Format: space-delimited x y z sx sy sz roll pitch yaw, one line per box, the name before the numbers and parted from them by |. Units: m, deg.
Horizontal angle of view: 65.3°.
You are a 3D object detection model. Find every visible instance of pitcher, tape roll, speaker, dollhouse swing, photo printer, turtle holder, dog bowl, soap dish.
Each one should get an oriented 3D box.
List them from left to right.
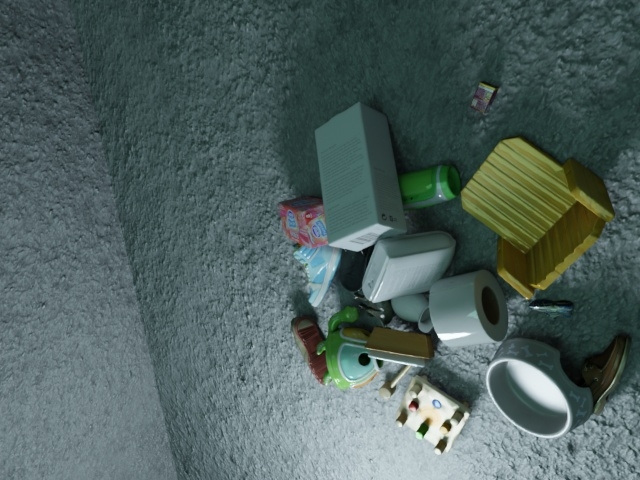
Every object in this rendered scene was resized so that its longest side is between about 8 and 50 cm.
turtle holder | 0.138 0.456 2.102 0.228 0.243 0.320 -13 60 25
soap dish | 0.307 0.394 1.877 0.229 0.291 0.118 6 81 18
photo printer | 0.318 0.088 1.748 0.256 0.308 0.107 104 148 -43
speaker | 0.328 -0.178 1.743 0.297 0.131 0.131 -9 102 39
pitcher | 0.376 0.237 1.869 0.207 0.178 0.125 30 149 61
tape roll | 0.505 0.233 1.699 0.169 0.246 0.246 -20 96 41
dollhouse swing | 0.599 -0.088 1.485 0.305 0.315 0.346 31 127 -1
dog bowl | 0.716 0.505 1.683 0.349 0.102 0.348 32 135 38

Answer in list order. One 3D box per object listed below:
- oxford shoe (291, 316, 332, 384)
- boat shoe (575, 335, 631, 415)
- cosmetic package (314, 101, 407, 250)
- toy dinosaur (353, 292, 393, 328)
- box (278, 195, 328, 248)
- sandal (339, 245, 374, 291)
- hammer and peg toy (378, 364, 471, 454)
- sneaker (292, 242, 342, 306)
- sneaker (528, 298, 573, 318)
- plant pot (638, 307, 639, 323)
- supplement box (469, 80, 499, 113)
oxford shoe | -0.037 0.505 2.324 0.130 0.123 0.348 -1 110 65
boat shoe | 0.879 0.421 1.580 0.105 0.111 0.307 23 120 27
cosmetic package | 0.131 -0.215 1.731 0.230 0.162 0.452 -23 66 41
toy dinosaur | 0.232 0.255 1.996 0.160 0.121 0.313 5 107 50
box | -0.046 -0.080 1.970 0.300 0.142 0.154 -155 53 -64
sandal | 0.131 -0.017 1.919 0.168 0.107 0.445 8 99 44
hammer and peg toy | 0.404 0.669 2.025 0.361 0.127 0.265 31 124 24
sneaker | -0.039 0.115 2.107 0.208 0.127 0.318 23 113 4
sneaker | 0.754 0.231 1.639 0.135 0.052 0.058 0 112 37
plant pot | 1.030 0.356 1.322 0.341 0.341 0.334 6 120 35
supplement box | 0.509 -0.445 1.553 0.055 0.043 0.083 32 124 22
